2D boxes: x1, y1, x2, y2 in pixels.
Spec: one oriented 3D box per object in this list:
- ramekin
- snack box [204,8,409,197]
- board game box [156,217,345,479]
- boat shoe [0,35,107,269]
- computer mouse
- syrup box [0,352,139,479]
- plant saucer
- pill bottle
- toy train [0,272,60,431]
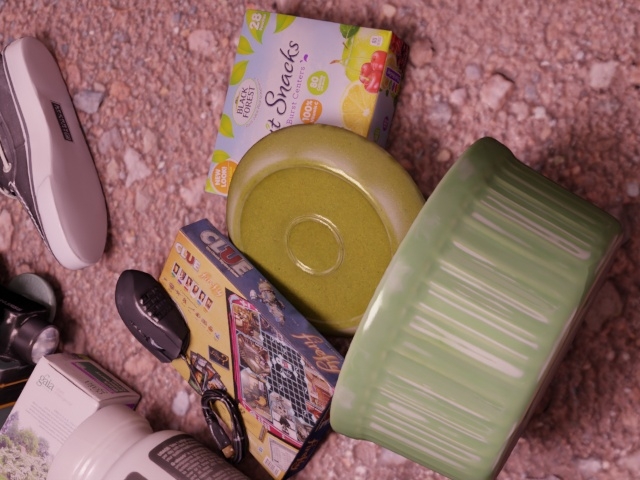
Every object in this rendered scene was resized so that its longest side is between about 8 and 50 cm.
[{"bbox_3d":[0.148,0.073,1.033,0.148,0.303,0.303,28,95,15],"label":"ramekin"},{"bbox_3d":[-0.015,-0.131,1.237,0.174,0.070,0.207,14,90,22],"label":"snack box"},{"bbox_3d":[-0.082,0.116,1.215,0.243,0.042,0.165,45,132,19],"label":"board game box"},{"bbox_3d":[-0.339,-0.092,1.347,0.102,0.108,0.301,-26,73,18],"label":"boat shoe"},{"bbox_3d":[-0.154,0.137,1.230,0.242,0.041,0.071,56,134,9],"label":"computer mouse"},{"bbox_3d":[-0.314,0.252,1.307,0.093,0.096,0.237,32,97,20],"label":"syrup box"},{"bbox_3d":[0.000,0.000,1.176,0.241,0.037,0.241,12,119,23],"label":"plant saucer"},{"bbox_3d":[-0.143,0.299,1.198,0.278,0.162,0.162,32,97,23],"label":"pill bottle"},{"bbox_3d":[-0.457,0.101,1.366,0.334,0.142,0.190,23,103,23],"label":"toy train"}]
